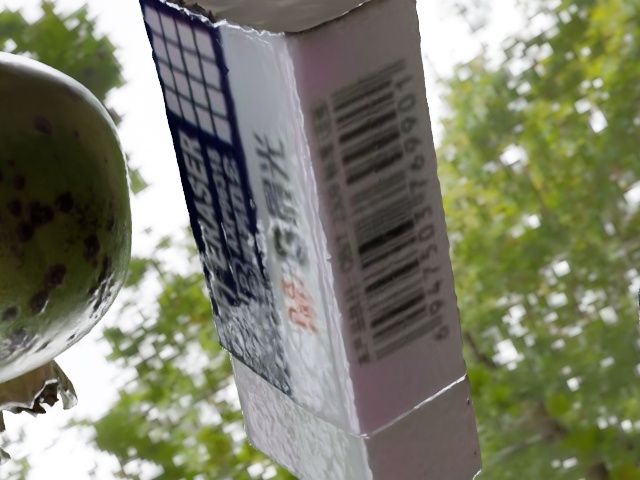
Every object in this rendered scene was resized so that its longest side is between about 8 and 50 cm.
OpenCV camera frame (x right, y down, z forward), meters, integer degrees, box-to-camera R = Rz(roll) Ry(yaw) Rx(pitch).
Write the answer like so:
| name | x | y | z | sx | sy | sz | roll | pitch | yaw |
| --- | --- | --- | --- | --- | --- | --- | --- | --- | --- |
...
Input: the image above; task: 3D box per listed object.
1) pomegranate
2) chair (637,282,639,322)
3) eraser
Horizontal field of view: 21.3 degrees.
| name | x | y | z | sx | sy | sz | roll | pitch | yaw |
| --- | --- | --- | --- | --- | --- | --- | --- | --- | --- |
| pomegranate | -0.186 | 0.000 | 0.925 | 0.246 | 0.198 | 0.198 | 54 | -152 | -52 |
| chair | 0.264 | 0.043 | 1.103 | 0.221 | 0.104 | 0.095 | -8 | -67 | -69 |
| eraser | 0.000 | 0.000 | 0.843 | 0.086 | 0.130 | 0.287 | -27 | -56 | -25 |
